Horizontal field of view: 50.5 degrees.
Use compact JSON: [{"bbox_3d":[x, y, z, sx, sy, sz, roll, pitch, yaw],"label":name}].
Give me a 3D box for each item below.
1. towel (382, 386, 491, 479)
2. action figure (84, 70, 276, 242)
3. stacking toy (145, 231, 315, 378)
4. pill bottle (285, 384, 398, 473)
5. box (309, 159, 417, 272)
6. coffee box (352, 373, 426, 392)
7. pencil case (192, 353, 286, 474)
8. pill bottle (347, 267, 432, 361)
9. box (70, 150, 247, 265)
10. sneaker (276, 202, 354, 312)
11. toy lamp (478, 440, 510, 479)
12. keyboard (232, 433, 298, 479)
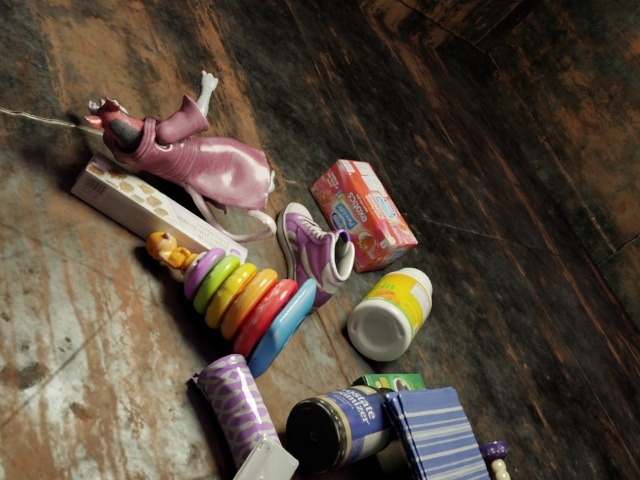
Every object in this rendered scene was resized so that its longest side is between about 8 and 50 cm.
[{"bbox_3d":[0.229,0.418,1.176,0.243,0.040,0.336,11,54,-52],"label":"towel"},{"bbox_3d":[-0.272,-0.145,1.222,0.370,0.248,0.275,18,62,-54],"label":"action figure"},{"bbox_3d":[-0.173,0.079,1.161,0.302,0.175,0.165,34,42,5],"label":"stacking toy"},{"bbox_3d":[0.054,0.317,1.174,0.219,0.123,0.122,0,55,-51],"label":"pill bottle"},{"bbox_3d":[0.103,-0.061,1.651,0.128,0.123,0.256,-4,58,-52],"label":"box"},{"bbox_3d":[0.155,0.327,1.366,0.184,0.040,0.113,9,48,-45],"label":"coffee box"},{"bbox_3d":[-0.123,0.275,1.044,0.088,0.086,0.206,-20,64,-21],"label":"pencil case"},{"bbox_3d":[0.163,0.149,1.480,0.136,0.136,0.246,49,31,1],"label":"pill bottle"},{"bbox_3d":[-0.281,-0.032,1.207,0.324,0.067,0.063,34,33,-20],"label":"box"},{"bbox_3d":[0.001,0.001,1.426,0.102,0.161,0.282,20,40,-36],"label":"sneaker"},{"bbox_3d":[0.399,0.552,1.381,0.080,0.080,0.274,21,41,-37],"label":"toy lamp"},{"bbox_3d":[-0.116,0.385,0.915,0.072,0.014,0.256,47,52,-13],"label":"keyboard"}]
